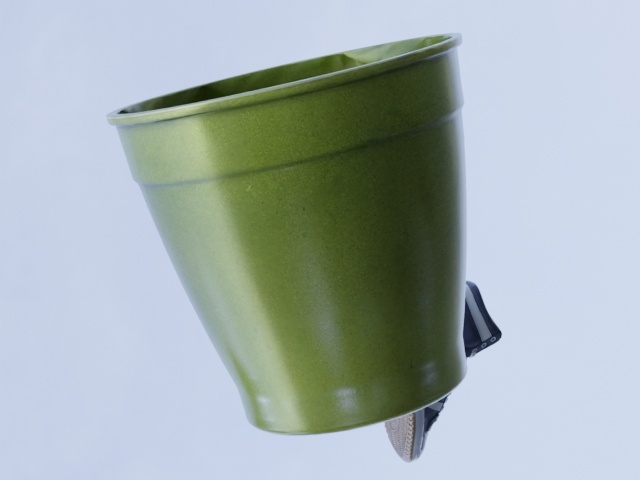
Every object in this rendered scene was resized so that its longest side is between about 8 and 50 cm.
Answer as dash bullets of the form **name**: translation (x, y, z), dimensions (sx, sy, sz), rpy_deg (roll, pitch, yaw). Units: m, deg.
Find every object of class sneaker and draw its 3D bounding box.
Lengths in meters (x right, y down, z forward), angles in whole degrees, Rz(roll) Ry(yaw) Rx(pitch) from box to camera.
- **sneaker**: translation (0.174, 0.185, 2.225), dimensions (0.153, 0.099, 0.282), rpy_deg (-13, -61, -23)

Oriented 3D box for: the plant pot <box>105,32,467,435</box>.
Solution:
- **plant pot**: translation (0.000, 0.000, 1.588), dimensions (0.366, 0.366, 0.353), rpy_deg (-21, -78, -41)
